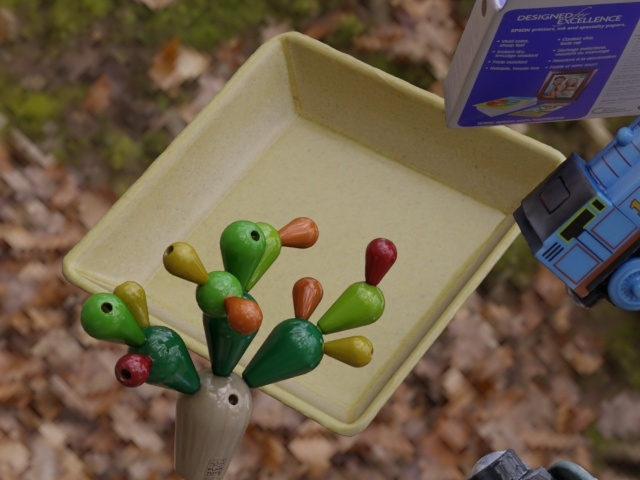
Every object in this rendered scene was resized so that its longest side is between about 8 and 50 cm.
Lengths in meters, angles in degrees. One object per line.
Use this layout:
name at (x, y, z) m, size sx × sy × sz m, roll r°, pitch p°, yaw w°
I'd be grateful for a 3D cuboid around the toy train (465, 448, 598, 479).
toy train at (0.225, 0.336, 1.698) m, size 0.334 × 0.142 × 0.190 m, roll 52°, pitch -27°, yaw 6°

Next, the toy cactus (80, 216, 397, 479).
toy cactus at (-0.051, 0.074, 1.232) m, size 0.219 × 0.180 × 0.112 m, roll -10°, pitch 33°, yaw -42°

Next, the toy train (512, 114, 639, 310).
toy train at (0.222, -0.033, 1.311) m, size 0.105 × 0.184 × 0.080 m, roll 38°, pitch 18°, yaw -29°

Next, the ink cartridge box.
ink cartridge box at (0.202, -0.145, 1.318) m, size 0.208 × 0.206 × 0.045 m, roll 112°, pitch -29°, yaw -65°

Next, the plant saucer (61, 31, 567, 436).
plant saucer at (0.000, 0.000, 1.722) m, size 0.333 × 0.333 × 0.081 m, roll 27°, pitch -26°, yaw 28°
